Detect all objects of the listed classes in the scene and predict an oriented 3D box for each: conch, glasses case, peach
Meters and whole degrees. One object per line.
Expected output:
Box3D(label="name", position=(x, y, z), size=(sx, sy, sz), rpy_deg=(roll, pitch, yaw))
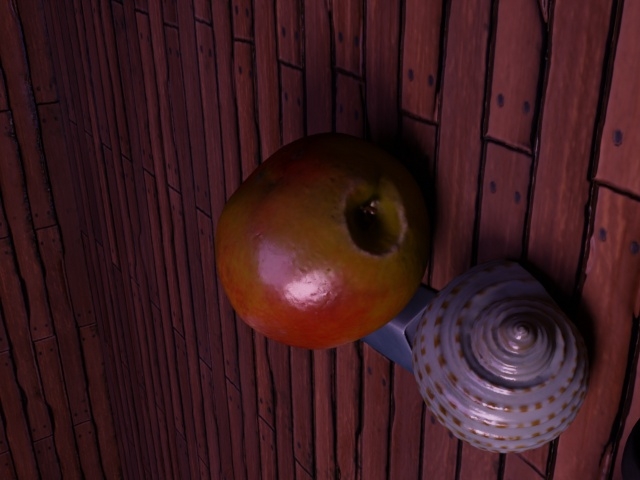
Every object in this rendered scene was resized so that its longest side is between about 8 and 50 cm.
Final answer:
Box3D(label="conch", position=(0.147, 0.117, 0.708), size=(0.172, 0.131, 0.200), rpy_deg=(56, 146, 26))
Box3D(label="glasses case", position=(0.039, 0.075, 0.948), size=(0.266, 0.056, 0.105), rpy_deg=(27, 126, 52))
Box3D(label="peach", position=(0.000, 0.000, 0.814), size=(0.231, 0.231, 0.230), rpy_deg=(35, 134, 48))

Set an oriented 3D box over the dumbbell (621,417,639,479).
Box3D(label="dumbbell", position=(0.276, 0.100, 0.467), size=(0.143, 0.143, 0.325), rpy_deg=(41, 138, 43))
